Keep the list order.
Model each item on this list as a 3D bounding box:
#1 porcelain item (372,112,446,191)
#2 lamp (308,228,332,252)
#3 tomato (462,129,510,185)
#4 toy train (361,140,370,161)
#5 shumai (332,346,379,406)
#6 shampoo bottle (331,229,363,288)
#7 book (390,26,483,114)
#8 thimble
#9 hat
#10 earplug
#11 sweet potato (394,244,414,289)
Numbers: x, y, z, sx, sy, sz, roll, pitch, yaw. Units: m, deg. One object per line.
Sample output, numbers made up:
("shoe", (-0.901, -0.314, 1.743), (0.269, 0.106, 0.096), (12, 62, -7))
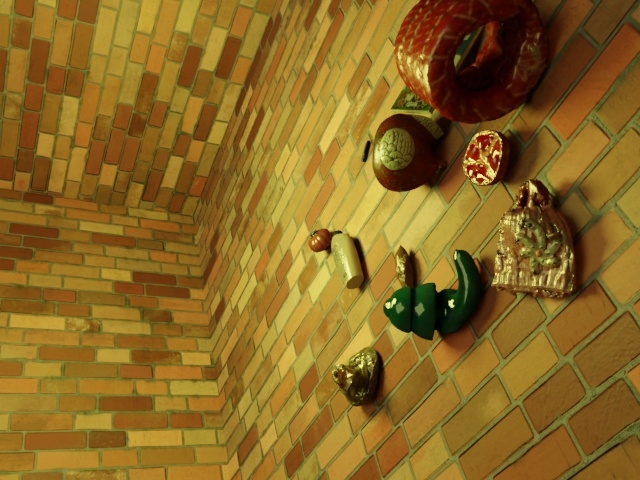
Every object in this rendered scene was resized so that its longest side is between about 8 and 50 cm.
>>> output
("porcelain item", (0.283, -0.269, 1.880), (0.253, 0.252, 0.253), (-27, 59, 59))
("lamp", (0.000, 0.000, 2.447), (0.107, 0.092, 0.107), (-42, 15, 14))
("tomato", (0.458, -0.218, 1.627), (0.155, 0.069, 0.156), (-16, 71, 59))
("toy train", (0.172, -0.338, 2.284), (0.017, 0.017, 0.083), (-136, 58, -67))
("shumai", (0.111, 0.462, 2.048), (0.161, 0.152, 0.210), (44, 119, 50))
("shampoo bottle", (0.093, 0.061, 2.260), (0.127, 0.078, 0.257), (115, 148, -40))
("book", (0.354, -0.532, 1.854), (0.323, 0.018, 0.228), (-60, 28, -2))
("thimble", (0.387, -0.486, 1.561), (0.350, 0.350, 0.231), (-68, 28, 25))
("hat", (0.502, -0.007, 1.442), (0.236, 0.107, 0.287), (-1, 87, 53))
("earplug", (0.312, 0.170, 1.707), (0.164, 0.280, 0.258), (-81, -18, -46))
("sweet potato", (0.271, 0.108, 1.924), (0.068, 0.059, 0.206), (78, 180, -73))
